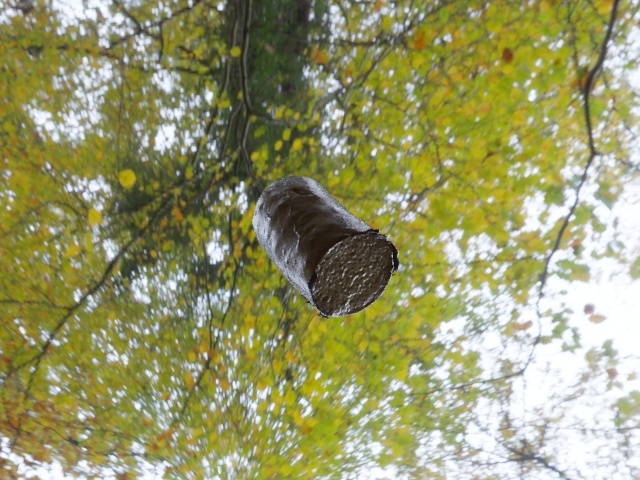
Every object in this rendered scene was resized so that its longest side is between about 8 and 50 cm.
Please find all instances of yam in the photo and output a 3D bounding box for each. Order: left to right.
[{"bbox_3d":[-0.001,0.003,0.733,0.084,0.084,0.127,-30,-146,-14],"label":"yam"}]
